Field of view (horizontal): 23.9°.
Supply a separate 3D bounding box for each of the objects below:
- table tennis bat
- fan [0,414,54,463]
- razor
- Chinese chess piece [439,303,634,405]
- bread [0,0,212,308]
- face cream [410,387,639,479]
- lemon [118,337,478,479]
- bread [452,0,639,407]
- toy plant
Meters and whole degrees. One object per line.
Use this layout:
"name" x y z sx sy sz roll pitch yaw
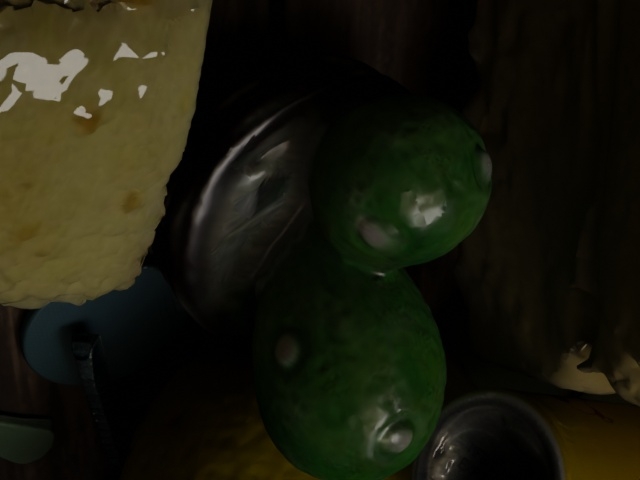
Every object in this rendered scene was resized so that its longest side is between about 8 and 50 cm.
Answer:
"table tennis bat" -0.119 0.047 0.981 0.155 0.019 0.100 -20 134 -12
"fan" -0.254 0.114 0.960 0.193 0.016 0.038 20 116 -39
"razor" -0.145 0.126 1.015 0.066 0.033 0.190 6 135 9
"Chinese chess piece" 0.233 0.146 1.171 0.349 0.146 0.349 -15 131 -18
"bread" -0.243 -0.079 0.708 0.375 0.165 0.236 -2 130 -29
"face cream" 0.195 0.155 0.954 0.349 0.105 0.105 14 118 -51
"lemon" -0.005 0.169 0.980 0.267 0.267 0.267 -15 131 -18
"bread" 0.293 -0.089 0.866 0.390 0.279 0.371 -5 107 -29
"toy plant" 0.000 0.000 0.848 0.175 0.235 0.218 0 120 -36
